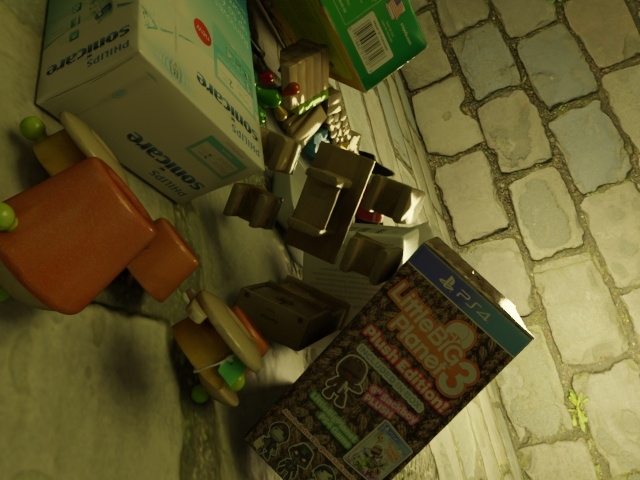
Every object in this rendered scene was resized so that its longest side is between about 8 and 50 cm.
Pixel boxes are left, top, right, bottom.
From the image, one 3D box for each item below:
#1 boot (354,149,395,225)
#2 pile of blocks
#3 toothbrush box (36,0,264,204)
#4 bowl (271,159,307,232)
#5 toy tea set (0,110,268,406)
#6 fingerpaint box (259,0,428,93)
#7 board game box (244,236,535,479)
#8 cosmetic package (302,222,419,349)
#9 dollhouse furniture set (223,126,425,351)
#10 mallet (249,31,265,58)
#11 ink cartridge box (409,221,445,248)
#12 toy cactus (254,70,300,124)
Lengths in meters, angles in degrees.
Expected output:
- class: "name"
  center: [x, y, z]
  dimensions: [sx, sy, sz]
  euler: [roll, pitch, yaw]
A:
- class: "boot"
  center: [0.091, -0.110, 1.418]
  dimensions: [0.244, 0.089, 0.176]
  euler: [-123, -144, -57]
- class: "pile of blocks"
  center: [-0.029, -0.251, 1.208]
  dimensions: [0.113, 0.149, 0.362]
  euler: [31, -14, 31]
- class: "toothbrush box"
  center: [-0.180, -0.224, 0.682]
  dimensions: [0.216, 0.126, 0.295]
  euler: [43, 33, -53]
- class: "bowl"
  center: [-0.038, -0.056, 1.020]
  dimensions: [0.142, 0.053, 0.142]
  euler: [50, 27, -44]
- class: "toy tea set"
  center: [-0.162, 0.054, 0.527]
  dimensions: [0.336, 0.124, 0.200]
  euler: [56, -7, -28]
- class: "fingerpaint box"
  center: [-0.030, -0.536, 1.126]
  dimensions: [0.444, 0.163, 0.371]
  euler: [56, -7, -34]
- class: "board game box"
  center: [0.086, 0.149, 0.712]
  dimensions: [0.141, 0.291, 0.232]
  euler: [43, 10, 9]
- class: "cosmetic package"
  center: [0.064, 0.070, 0.933]
  dimensions: [0.151, 0.151, 0.183]
  euler: [-19, 114, -72]
- class: "dollhouse furniture set"
  center: [0.000, 0.000, 0.781]
  dimensions: [0.242, 0.212, 0.161]
  euler: [-69, 162, 9]
- class: "mallet"
  center: [-0.145, -0.383, 1.090]
  dimensions: [0.189, 0.039, 0.062]
  euler: [47, 28, -57]
- class: "ink cartridge box"
  center: [0.167, 0.036, 1.279]
  dimensions: [0.140, 0.191, 0.082]
  euler: [26, 47, -65]
- class: "toy cactus"
  center: [-0.129, -0.264, 0.931]
  dimensions: [0.180, 0.112, 0.219]
  euler: [61, 27, 3]
